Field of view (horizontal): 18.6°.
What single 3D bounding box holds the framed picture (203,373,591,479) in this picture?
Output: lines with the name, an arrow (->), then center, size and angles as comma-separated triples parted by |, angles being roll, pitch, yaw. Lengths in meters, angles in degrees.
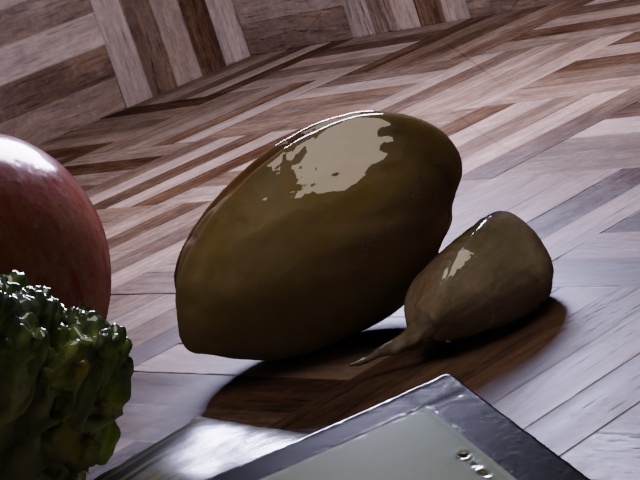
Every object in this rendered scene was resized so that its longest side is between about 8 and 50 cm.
framed picture -> -0.012, 0.192, 1.196 | 0.347, 0.016, 0.265 | -23, 23, -17

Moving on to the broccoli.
broccoli -> -0.250, 0.139, 1.425 | 0.248, 0.245, 0.288 | -10, -16, 29

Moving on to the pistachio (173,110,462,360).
pistachio -> 0.000, 0.000, 1.726 | 0.293, 0.181, 0.162 | -32, 15, 15

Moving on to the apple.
apple -> -0.364, 0.055, 1.875 | 0.345, 0.269, 0.345 | -30, 1, 0

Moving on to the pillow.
pillow -> -0.094, 0.185, 1.361 | 0.208, 0.052, 0.212 | -31, 23, -36

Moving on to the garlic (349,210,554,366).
garlic -> 0.120, 0.045, 1.645 | 0.128, 0.090, 0.198 | -28, 9, 40
